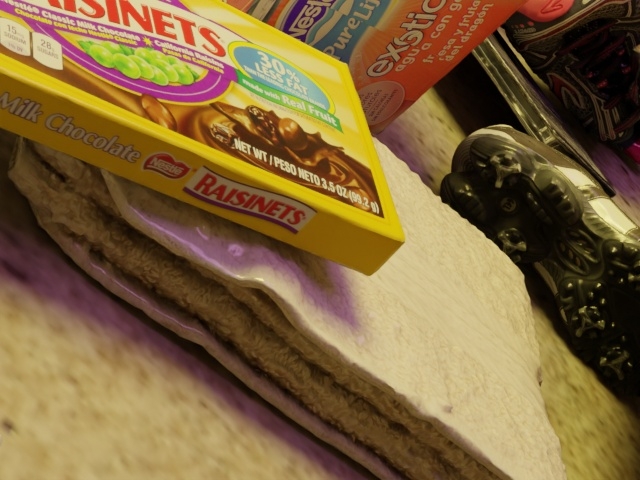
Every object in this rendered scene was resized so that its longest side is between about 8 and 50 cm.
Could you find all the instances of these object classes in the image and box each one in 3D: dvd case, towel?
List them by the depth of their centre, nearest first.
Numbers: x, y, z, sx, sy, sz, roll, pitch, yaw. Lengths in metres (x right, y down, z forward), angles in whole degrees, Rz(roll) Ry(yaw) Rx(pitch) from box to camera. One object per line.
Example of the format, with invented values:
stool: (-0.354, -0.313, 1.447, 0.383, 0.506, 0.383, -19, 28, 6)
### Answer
towel: (0.000, 0.000, 0.641, 0.282, 0.049, 0.187, 38, 28, -24)
dvd case: (0.106, -0.127, 0.990, 0.221, 0.018, 0.164, 58, 14, 21)

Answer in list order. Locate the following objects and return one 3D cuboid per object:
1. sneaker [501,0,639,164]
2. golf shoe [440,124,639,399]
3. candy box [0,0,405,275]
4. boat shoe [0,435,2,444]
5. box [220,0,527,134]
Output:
sneaker: (0.206, -0.132, 1.062, 0.299, 0.121, 0.112, 13, 57, -63)
golf shoe: (0.154, 0.006, 0.855, 0.198, 0.077, 0.094, 46, 24, -9)
candy box: (-0.063, -0.062, 0.544, 0.206, 0.027, 0.105, 22, 34, -35)
boat shoe: (-0.114, 0.051, 0.332, 0.095, 0.084, 0.258, 28, 32, -40)
box: (-0.023, -0.224, 0.808, 0.154, 0.142, 0.300, 17, 40, -48)
